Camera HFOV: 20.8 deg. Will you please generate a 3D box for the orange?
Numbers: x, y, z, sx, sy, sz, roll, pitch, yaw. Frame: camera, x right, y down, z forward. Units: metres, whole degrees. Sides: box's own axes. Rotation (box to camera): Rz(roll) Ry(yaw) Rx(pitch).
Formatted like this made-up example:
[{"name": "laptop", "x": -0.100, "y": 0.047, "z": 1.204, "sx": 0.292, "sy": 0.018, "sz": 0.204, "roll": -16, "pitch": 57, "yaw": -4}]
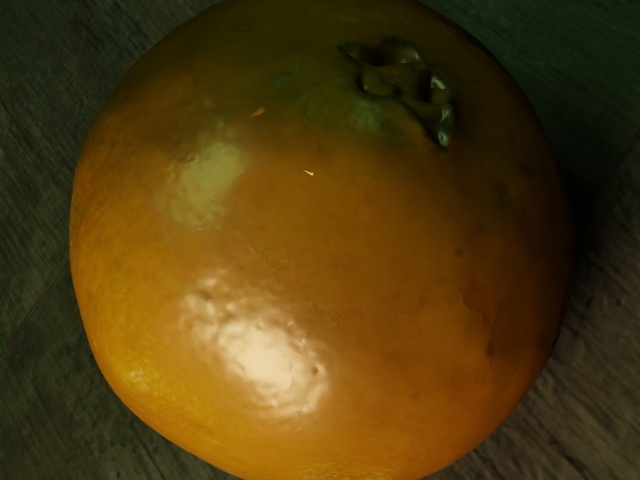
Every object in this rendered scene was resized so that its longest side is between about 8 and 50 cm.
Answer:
[{"name": "orange", "x": 0.000, "y": 0.000, "z": 1.046, "sx": 0.312, "sy": 0.312, "sz": 0.312, "roll": -28, "pitch": 49, "yaw": 37}]
